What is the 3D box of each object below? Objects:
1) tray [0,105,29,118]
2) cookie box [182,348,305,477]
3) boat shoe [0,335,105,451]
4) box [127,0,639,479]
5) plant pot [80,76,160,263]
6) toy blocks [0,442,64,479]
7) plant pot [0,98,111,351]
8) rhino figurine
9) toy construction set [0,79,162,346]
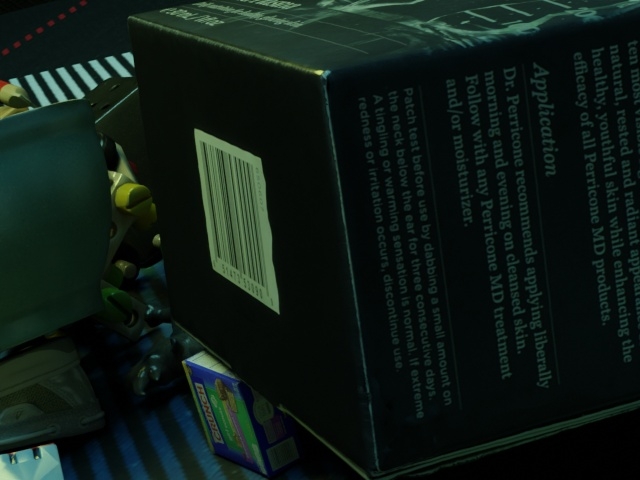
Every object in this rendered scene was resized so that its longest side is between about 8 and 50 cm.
[{"bbox_3d":[-0.438,0.011,2.132,0.076,0.203,0.411,-12,21,29],"label":"tray"},{"bbox_3d":[-0.067,0.143,1.538,0.040,0.092,0.107,-25,18,-25],"label":"cookie box"},{"bbox_3d":[-0.363,0.196,1.703,0.320,0.103,0.118,-26,2,-11],"label":"boat shoe"},{"bbox_3d":[0.148,-0.064,1.440,0.471,0.297,0.480,-12,15,-19],"label":"box"},{"bbox_3d":[-0.234,-0.099,2.217,0.188,0.167,0.187,-41,24,-22],"label":"plant pot"},{"bbox_3d":[-0.313,0.244,1.280,0.381,0.191,0.261,-11,32,-10],"label":"toy blocks"},{"bbox_3d":[-0.319,0.011,1.717,0.293,0.196,0.293,-21,0,0],"label":"plant pot"},{"bbox_3d":[-0.121,0.084,1.792,0.106,0.073,0.243,-13,21,32],"label":"rhino figurine"},{"bbox_3d":[-0.267,-0.025,1.939,0.257,0.309,0.237,-37,28,-20],"label":"toy construction set"}]
